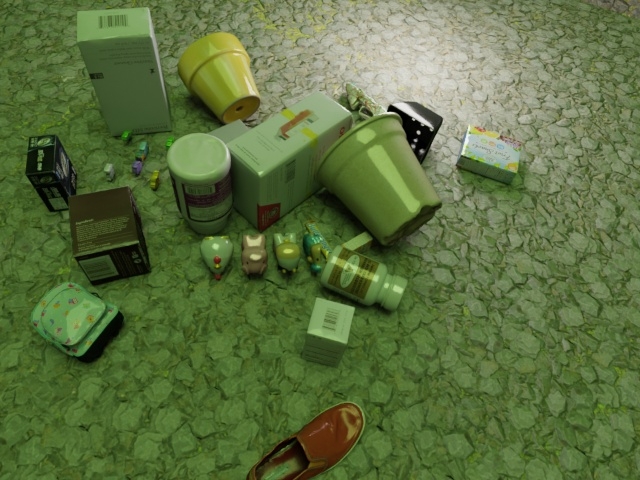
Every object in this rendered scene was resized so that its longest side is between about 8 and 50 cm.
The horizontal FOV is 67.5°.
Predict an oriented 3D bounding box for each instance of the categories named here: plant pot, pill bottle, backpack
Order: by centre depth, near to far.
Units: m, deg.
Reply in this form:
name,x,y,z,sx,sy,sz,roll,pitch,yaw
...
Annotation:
name,x,y,z,sx,sy,sz,roll,pitch,yaw
backpack,-0.632,0.199,1.225,0.188,0.144,0.166,25,63,12
pill bottle,0.126,0.114,1.382,0.229,0.131,0.131,23,57,8
pill bottle,-0.339,-0.150,1.390,0.169,0.302,0.169,4,58,-6
plant pot,0.200,-0.165,1.479,0.333,0.334,0.306,-28,73,-23
plant pot,-0.340,-0.556,1.704,0.254,0.254,0.239,-27,81,-22
plant pot,0.333,-0.391,1.715,0.188,0.188,0.167,36,48,16

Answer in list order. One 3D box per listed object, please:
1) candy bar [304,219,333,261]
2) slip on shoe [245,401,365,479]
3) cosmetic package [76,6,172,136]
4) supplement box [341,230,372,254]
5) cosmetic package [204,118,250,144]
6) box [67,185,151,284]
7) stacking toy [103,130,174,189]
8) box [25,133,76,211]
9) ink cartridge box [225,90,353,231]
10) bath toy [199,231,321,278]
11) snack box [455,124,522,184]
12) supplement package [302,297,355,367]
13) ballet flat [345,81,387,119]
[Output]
name,x,y,z,sx,sy,sz,roll,pitch,yaw
candy bar,0.000,0.000,1.508,0.040,0.018,0.162,-22,63,-20
slip on shoe,-0.026,0.495,1.136,0.331,0.101,0.123,-25,62,-23
cosmetic package,-0.621,-0.533,1.553,0.217,0.385,0.156,-10,58,-11
supplement box,0.110,0.020,1.482,0.098,0.062,0.036,-29,64,-22
cosmetic package,-0.338,-0.289,1.587,0.238,0.127,0.107,-33,66,-27
box,-0.592,-0.014,1.349,0.166,0.168,0.203,-14,61,-15
stacking toy,-0.596,-0.273,1.591,0.166,0.052,0.221,10,55,-3
box,-0.801,-0.199,1.434,0.077,0.180,0.147,-9,58,-11
ink cartridge box,-0.096,-0.250,1.503,0.160,0.279,0.384,41,61,20
bath toy,-0.175,0.044,1.399,0.347,0.151,0.129,-2,93,-8
snack box,0.620,-0.318,1.762,0.207,0.070,0.175,20,57,7
supplement package,0.018,0.245,1.254,0.105,0.179,0.105,14,57,2
ballet flat,0.163,-0.520,1.830,0.077,0.091,0.241,-44,66,-5
